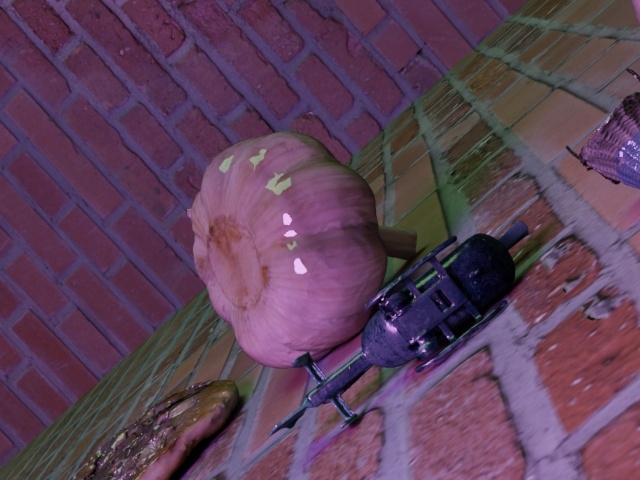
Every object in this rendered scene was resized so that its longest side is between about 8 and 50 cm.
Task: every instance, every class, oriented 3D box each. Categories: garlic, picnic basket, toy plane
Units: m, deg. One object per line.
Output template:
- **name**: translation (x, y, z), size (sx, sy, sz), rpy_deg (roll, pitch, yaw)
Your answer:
- **garlic**: translation (0.000, 0.000, 1.187), size (0.212, 0.218, 0.218), rpy_deg (-10, -16, -37)
- **picnic basket**: translation (0.191, -0.062, 0.791), size (0.065, 0.083, 0.083), rpy_deg (-55, 45, 23)
- **toy plane**: translation (0.054, 0.062, 0.884), size (0.235, 0.060, 0.096), rpy_deg (-39, -2, 2)

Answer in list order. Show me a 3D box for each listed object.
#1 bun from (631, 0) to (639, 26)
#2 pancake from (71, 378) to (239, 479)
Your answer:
- **bun**: translation (0.245, -0.140, 0.648), size (0.167, 0.173, 0.113), rpy_deg (-9, -1, -36)
- **pancake**: translation (-0.192, 0.232, 1.294), size (0.282, 0.049, 0.282), rpy_deg (-42, 7, 6)
